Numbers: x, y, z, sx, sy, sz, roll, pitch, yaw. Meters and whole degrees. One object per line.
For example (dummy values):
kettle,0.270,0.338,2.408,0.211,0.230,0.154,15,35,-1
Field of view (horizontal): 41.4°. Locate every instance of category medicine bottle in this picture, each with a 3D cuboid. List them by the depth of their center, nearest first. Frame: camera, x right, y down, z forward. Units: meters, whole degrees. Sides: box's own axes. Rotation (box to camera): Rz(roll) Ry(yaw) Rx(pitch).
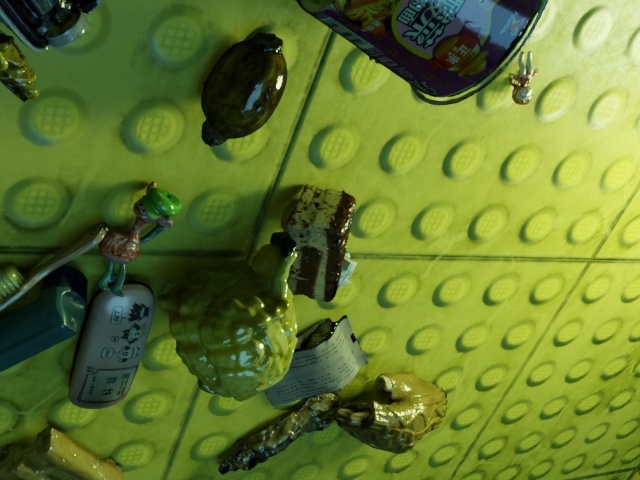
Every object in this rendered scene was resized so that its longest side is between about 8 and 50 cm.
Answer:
medicine bottle,-0.520,0.149,1.479,0.258,0.124,0.079,-28,146,11

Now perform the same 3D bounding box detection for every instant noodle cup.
instant noodle cup,0.136,-0.404,1.244,0.266,0.340,0.340,20,116,-29

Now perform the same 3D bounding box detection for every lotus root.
lotus root,-0.123,-0.235,1.355,0.120,0.120,0.209,19,114,-41

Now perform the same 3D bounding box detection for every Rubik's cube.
Rubik's cube,0.038,0.051,1.739,0.073,0.075,0.084,-16,133,-15

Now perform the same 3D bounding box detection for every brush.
brush,-0.499,0.051,1.428,0.313,0.072,0.067,-34,123,-1

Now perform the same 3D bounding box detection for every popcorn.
popcorn,-0.163,0.153,1.584,0.293,0.293,0.237,-29,139,-6

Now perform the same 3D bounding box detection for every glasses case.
glasses case,-0.398,0.203,1.611,0.122,0.075,0.314,4,125,-30

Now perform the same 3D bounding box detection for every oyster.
oyster,-0.092,0.479,2.055,0.345,0.078,0.129,-29,145,-9

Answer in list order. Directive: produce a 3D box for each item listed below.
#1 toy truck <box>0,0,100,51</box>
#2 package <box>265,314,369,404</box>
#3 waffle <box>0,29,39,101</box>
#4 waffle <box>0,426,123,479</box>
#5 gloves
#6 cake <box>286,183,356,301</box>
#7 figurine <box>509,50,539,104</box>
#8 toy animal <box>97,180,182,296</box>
toy truck,-0.269,-0.398,1.028,0.367,0.175,0.146,-46,138,-16
package,-0.023,0.286,1.926,0.251,0.062,0.204,-26,135,-3
waffle,-0.445,-0.282,1.033,0.051,0.231,0.229,-46,160,-6
waffle,-0.623,0.550,1.788,0.348,0.077,0.304,-33,138,-1
gloves,0.188,0.427,2.088,0.356,0.155,0.203,7,114,-43
cake,0.001,0.002,1.651,0.112,0.135,0.246,13,146,7
figurine,0.396,-0.318,1.649,0.064,0.047,0.109,-12,124,-12
toy animal,-0.318,-0.002,1.474,0.208,0.100,0.103,-57,155,11
